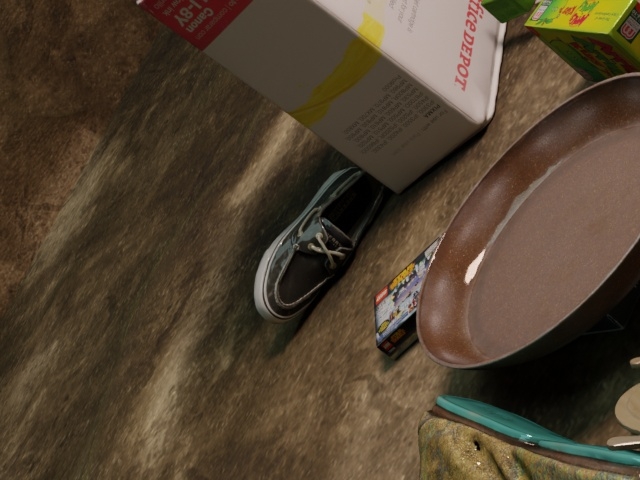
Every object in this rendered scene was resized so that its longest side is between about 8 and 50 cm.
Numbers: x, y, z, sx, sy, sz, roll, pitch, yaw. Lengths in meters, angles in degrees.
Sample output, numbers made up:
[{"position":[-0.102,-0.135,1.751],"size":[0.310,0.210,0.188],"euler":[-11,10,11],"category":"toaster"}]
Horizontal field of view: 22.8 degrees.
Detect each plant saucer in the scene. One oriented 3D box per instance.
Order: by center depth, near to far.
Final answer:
[{"position":[0.206,-0.008,1.363],"size":[0.310,0.050,0.310],"euler":[-44,21,22],"category":"plant saucer"}]

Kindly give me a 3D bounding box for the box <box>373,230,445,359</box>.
[{"position":[0.109,0.046,1.597],"size":[0.137,0.027,0.094],"euler":[-44,21,22],"category":"box"}]

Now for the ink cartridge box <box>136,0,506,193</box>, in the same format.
[{"position":[0.015,-0.278,1.828],"size":[0.160,0.385,0.279],"euler":[-40,23,38],"category":"ink cartridge box"}]

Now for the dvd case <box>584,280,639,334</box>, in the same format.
[{"position":[0.219,0.010,1.418],"size":[0.239,0.029,0.179],"euler":[-13,43,59],"category":"dvd case"}]

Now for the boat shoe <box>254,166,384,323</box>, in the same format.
[{"position":[0.000,0.000,1.837],"size":[0.219,0.078,0.070],"euler":[-58,20,-19],"category":"boat shoe"}]

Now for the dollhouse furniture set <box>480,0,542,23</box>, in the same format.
[{"position":[0.249,-0.323,1.837],"size":[0.058,0.076,0.151],"euler":[-10,47,61],"category":"dollhouse furniture set"}]

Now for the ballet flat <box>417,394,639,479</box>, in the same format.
[{"position":[0.169,0.189,1.135],"size":[0.123,0.123,0.348],"euler":[-57,21,-12],"category":"ballet flat"}]

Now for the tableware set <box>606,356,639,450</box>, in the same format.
[{"position":[0.285,0.110,1.002],"size":[0.194,0.039,0.128],"euler":[-7,19,22],"category":"tableware set"}]

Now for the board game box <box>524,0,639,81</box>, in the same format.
[{"position":[0.278,-0.192,1.534],"size":[0.043,0.092,0.181],"euler":[-53,20,-3],"category":"board game box"}]
